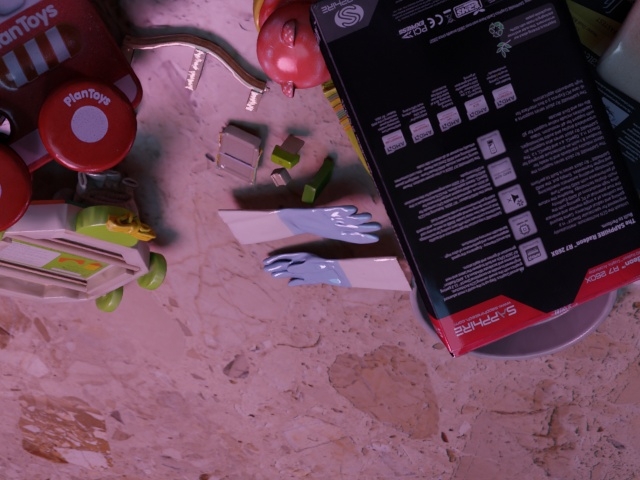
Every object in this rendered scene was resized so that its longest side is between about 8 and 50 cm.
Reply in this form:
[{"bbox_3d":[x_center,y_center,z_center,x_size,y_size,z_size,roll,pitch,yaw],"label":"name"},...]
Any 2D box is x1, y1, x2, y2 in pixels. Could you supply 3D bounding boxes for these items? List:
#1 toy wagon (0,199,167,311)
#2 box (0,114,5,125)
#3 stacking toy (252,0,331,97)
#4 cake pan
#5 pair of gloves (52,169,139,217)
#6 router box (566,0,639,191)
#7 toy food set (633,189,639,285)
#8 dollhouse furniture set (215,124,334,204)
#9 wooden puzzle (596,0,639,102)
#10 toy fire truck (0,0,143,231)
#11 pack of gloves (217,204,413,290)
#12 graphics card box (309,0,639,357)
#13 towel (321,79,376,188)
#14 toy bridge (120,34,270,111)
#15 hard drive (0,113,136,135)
[{"bbox_3d":[-0.346,0.015,1.157,0.267,0.068,0.344,19,147,-41],"label":"toy wagon"},{"bbox_3d":[-0.435,-0.203,0.972,0.054,0.059,0.169,-19,127,20],"label":"box"},{"bbox_3d":[0.038,-0.304,0.865,0.279,0.130,0.309,-4,132,10],"label":"stacking toy"},{"bbox_3d":[0.276,0.061,1.215,0.293,0.054,0.293,3,132,4],"label":"cake pan"},{"bbox_3d":[-0.374,-0.046,1.154,0.240,0.042,0.204,14,146,-20],"label":"pair of gloves"},{"bbox_3d":[0.345,-0.218,0.938,0.309,0.081,0.243,30,128,-19],"label":"router box"},{"bbox_3d":[0.293,-0.032,1.018,0.306,0.220,0.092,19,131,-11],"label":"toy food set"},{"bbox_3d":[-0.062,-0.109,1.123,0.151,0.058,0.076,25,140,10],"label":"dollhouse furniture set"},{"bbox_3d":[0.491,-0.243,0.819,0.322,0.080,0.348,25,105,-18],"label":"wooden puzzle"},{"bbox_3d":[-0.354,-0.161,0.900,0.302,0.169,0.254,-32,108,-10],"label":"toy fire truck"},{"bbox_3d":[0.000,0.000,1.189,0.232,0.046,0.195,0,145,27],"label":"pack of gloves"},{"bbox_3d":[0.161,-0.100,0.835,0.232,0.094,0.371,-23,96,2],"label":"graphics card box"},{"bbox_3d":[0.085,-0.131,1.036,0.102,0.021,0.237,-10,150,16],"label":"towel"},{"bbox_3d":[-0.152,-0.217,1.034,0.188,0.026,0.063,17,130,-9],"label":"toy bridge"},{"bbox_3d":[-0.399,-0.249,1.011,0.237,0.064,0.339,-9,129,13],"label":"hard drive"}]
